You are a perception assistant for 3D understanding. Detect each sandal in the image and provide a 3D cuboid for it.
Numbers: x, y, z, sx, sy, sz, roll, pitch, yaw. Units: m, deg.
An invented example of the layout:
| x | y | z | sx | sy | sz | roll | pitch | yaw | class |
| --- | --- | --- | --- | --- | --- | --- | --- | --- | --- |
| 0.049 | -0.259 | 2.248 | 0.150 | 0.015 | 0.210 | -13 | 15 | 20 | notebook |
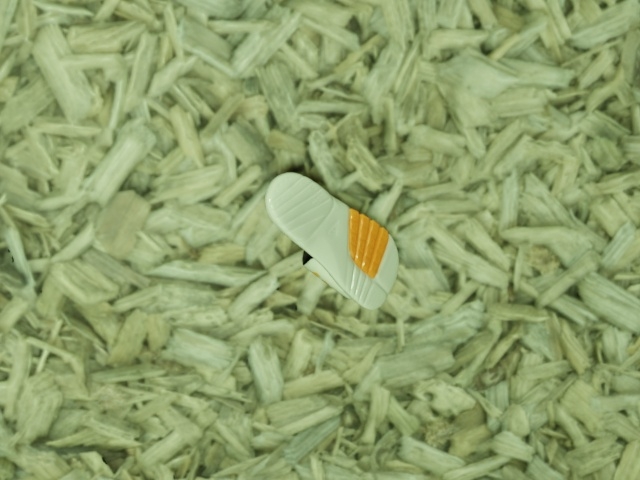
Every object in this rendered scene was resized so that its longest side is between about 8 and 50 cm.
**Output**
| x | y | z | sx | sy | sz | roll | pitch | yaw | class |
| --- | --- | --- | --- | --- | --- | --- | --- | --- | --- |
| 0.005 | -0.009 | 2.133 | 0.265 | 0.076 | 0.102 | 42 | 70 | -37 | sandal |
